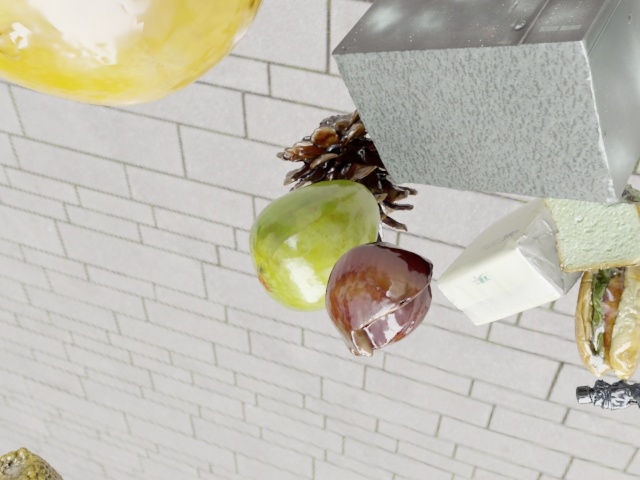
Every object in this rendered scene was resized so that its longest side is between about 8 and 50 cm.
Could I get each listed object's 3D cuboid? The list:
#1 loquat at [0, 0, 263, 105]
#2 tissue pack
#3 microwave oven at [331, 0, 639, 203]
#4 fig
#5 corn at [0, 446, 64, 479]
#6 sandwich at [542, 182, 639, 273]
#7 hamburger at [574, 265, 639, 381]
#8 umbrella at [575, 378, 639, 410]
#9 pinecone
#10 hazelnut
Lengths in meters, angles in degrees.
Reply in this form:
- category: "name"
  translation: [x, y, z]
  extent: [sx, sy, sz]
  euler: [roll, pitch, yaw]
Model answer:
- category: "loquat"
  translation: [-0.178, -0.264, 0.527]
  extent: [0.328, 0.328, 0.359]
  euler: [59, 169, -27]
- category: "tissue pack"
  translation: [0.550, 0.051, 1.886]
  extent: [0.207, 0.297, 0.380]
  euler: [48, 149, -2]
- category: "microwave oven"
  translation: [0.300, -0.261, 1.158]
  extent: [0.432, 0.236, 0.374]
  euler: [10, 145, 41]
- category: "fig"
  translation: [0.000, 0.000, 1.460]
  extent: [0.258, 0.326, 0.258]
  euler: [31, 144, 26]
- category: "corn"
  translation: [-0.472, 0.470, 1.179]
  extent: [0.115, 0.115, 0.317]
  euler: [12, 132, 19]
- category: "sandwich"
  translation: [0.580, -0.079, 1.416]
  extent: [0.254, 0.100, 0.288]
  euler: [-22, 85, 60]
- category: "hamburger"
  translation: [0.711, 0.150, 1.662]
  extent: [0.162, 0.329, 0.209]
  euler: [9, 145, 33]
- category: "umbrella"
  translation: [0.614, 0.306, 1.327]
  extent: [0.224, 0.080, 0.071]
  euler: [-7, 89, 27]
- category: "pinecone"
  translation: [0.099, -0.149, 1.720]
  extent: [0.385, 0.384, 0.384]
  euler: [15, 135, 16]
- category: "hazelnut"
  translation: [0.094, 0.089, 1.065]
  extent: [0.160, 0.170, 0.201]
  euler: [49, 166, 32]
